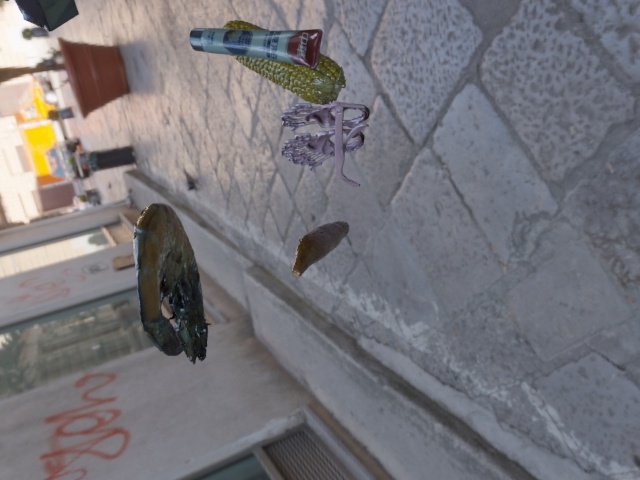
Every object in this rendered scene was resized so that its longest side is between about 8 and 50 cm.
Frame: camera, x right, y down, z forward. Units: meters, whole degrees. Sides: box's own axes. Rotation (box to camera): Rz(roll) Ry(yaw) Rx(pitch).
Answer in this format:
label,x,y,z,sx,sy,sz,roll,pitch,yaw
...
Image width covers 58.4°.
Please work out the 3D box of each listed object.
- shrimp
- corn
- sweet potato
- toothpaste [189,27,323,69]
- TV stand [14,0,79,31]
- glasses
label,x,y,z,sx,sy,sz,roll,pitch,yaw
shrimp,-0.300,0.132,1.182,0.272,0.085,0.445,-90,-4,-48
corn,-0.073,-0.339,1.081,0.260,0.091,0.091,32,137,13
sweet potato,0.000,0.000,1.238,0.072,0.314,0.066,26,112,9
toothpaste,-0.106,-0.320,0.933,0.239,0.039,0.062,12,96,22
TV stand,-0.544,-0.534,1.057,0.088,0.083,0.270,24,146,17
glasses,0.004,-0.174,1.062,0.255,0.162,0.095,92,180,-70
